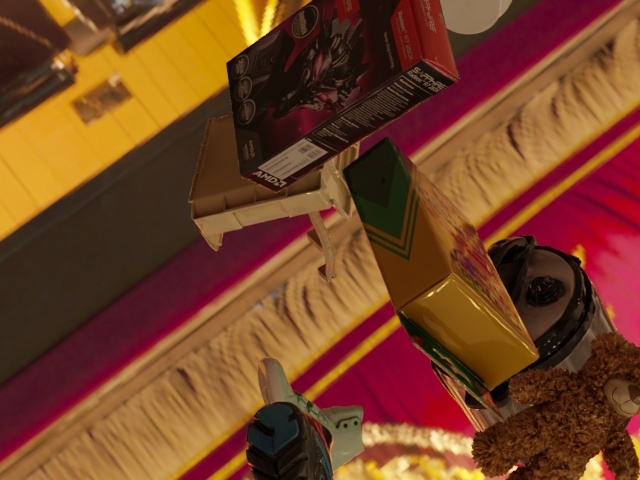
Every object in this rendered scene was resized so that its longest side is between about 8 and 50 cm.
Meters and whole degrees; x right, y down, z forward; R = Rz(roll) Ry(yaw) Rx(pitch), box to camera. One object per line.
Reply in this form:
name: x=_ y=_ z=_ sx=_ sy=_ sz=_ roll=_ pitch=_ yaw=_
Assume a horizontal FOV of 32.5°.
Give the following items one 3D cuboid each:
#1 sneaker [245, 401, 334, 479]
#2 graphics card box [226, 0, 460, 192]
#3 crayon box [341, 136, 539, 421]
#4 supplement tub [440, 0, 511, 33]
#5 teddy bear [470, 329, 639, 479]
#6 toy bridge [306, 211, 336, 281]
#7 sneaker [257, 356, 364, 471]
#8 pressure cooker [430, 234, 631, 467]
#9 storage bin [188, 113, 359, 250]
sneaker: x=-0.023 y=0.395 z=1.485 sx=0.125 sy=0.341 sz=0.139 roll=-9 pitch=156 yaw=28
graphics card box: x=0.021 y=-0.258 z=1.675 sx=0.371 sy=0.233 sz=0.094 roll=-30 pitch=146 yaw=33
crayon box: x=0.146 y=0.041 z=1.308 sx=0.081 sy=0.202 sz=0.318 roll=-36 pitch=-140 yaw=16
supplement tub: x=0.265 y=-0.457 z=1.868 sx=0.144 sy=0.144 sz=0.200 roll=-44 pitch=-163 yaw=45
teddy bear: x=0.402 y=0.301 z=1.765 sx=0.338 sy=0.245 sz=0.113 roll=-24 pitch=174 yaw=12
toy bridge: x=0.000 y=0.000 z=1.957 sx=0.026 sy=0.063 sz=0.188 roll=-27 pitch=129 yaw=-14
sneaker: x=-0.011 y=0.295 z=1.957 sx=0.151 sy=0.256 sz=0.094 roll=-26 pitch=-161 yaw=-13
pressure cooker: x=0.421 y=0.211 z=2.247 sx=0.375 sy=0.420 sz=0.370 roll=-35 pitch=-150 yaw=-1
storage bin: x=-0.079 y=-0.125 z=1.952 sx=0.262 sy=0.123 sz=0.260 roll=-12 pitch=-135 yaw=20
